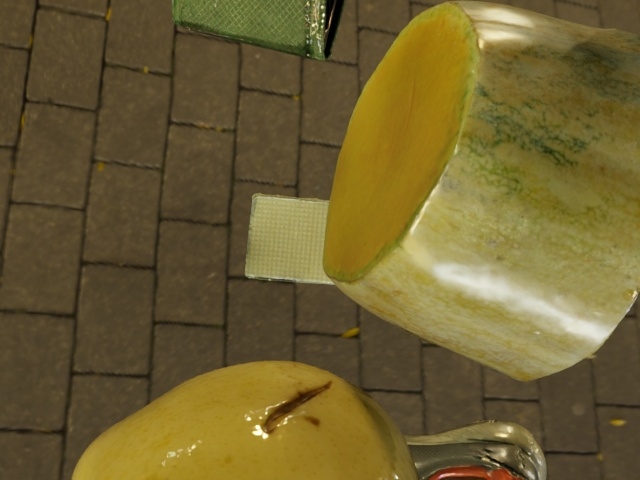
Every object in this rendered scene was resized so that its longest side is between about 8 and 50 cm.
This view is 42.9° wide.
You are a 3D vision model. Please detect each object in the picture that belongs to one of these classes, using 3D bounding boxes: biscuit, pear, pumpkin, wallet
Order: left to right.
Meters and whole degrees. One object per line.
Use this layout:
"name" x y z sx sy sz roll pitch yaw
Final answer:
"pear" -0.065 0.251 0.669 0.309 0.309 0.309 7 69 -18
"wallet" -0.069 -0.294 0.884 0.055 0.236 0.160 -10 116 -50
"biscuit" 0.000 0.000 1.408 0.252 0.052 0.150 4 94 1
"pumpkin" 0.130 -0.053 0.730 0.199 0.332 0.332 13 68 -20

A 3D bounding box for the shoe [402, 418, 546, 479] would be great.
"shoe" 0.078 0.285 0.886 0.337 0.171 0.132 -4 104 11
